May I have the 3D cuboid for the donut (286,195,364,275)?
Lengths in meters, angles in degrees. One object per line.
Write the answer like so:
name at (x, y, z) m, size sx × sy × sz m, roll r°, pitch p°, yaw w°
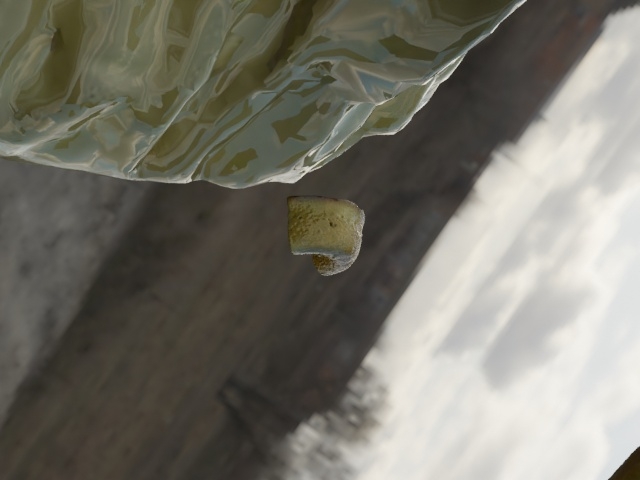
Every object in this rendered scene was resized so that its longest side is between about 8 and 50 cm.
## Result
donut at (0.000, 0.000, 1.196) m, size 0.083 × 0.067 × 0.037 m, roll 127°, pitch -39°, yaw -62°

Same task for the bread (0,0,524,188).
bread at (-0.127, -0.155, 0.400) m, size 0.236 × 0.389 × 0.183 m, roll -94°, pitch -157°, yaw -60°

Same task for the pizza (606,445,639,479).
pizza at (0.302, 0.291, 1.388) m, size 0.280 × 0.075 × 0.287 m, roll -62°, pitch -152°, yaw 13°
